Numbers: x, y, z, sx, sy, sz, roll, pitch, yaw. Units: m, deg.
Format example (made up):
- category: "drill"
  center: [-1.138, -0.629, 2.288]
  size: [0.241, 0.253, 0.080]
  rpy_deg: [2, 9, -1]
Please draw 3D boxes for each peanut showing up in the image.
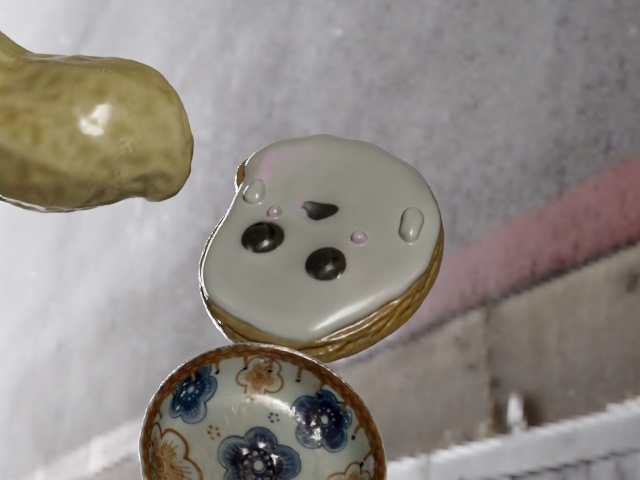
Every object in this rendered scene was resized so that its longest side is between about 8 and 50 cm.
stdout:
- category: "peanut"
  center: [-0.206, -0.081, 1.135]
  size: [0.123, 0.257, 0.123]
  rpy_deg: [5, -90, -88]

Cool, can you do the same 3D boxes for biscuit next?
- category: "biscuit"
  center: [0.000, 0.000, 1.373]
  size: [0.049, 0.181, 0.208]
  rpy_deg: [81, -153, -46]

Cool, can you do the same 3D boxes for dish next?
- category: "dish"
  center: [-0.039, 0.137, 1.040]
  size: [0.078, 0.141, 0.141]
  rpy_deg: [115, 156, -56]
